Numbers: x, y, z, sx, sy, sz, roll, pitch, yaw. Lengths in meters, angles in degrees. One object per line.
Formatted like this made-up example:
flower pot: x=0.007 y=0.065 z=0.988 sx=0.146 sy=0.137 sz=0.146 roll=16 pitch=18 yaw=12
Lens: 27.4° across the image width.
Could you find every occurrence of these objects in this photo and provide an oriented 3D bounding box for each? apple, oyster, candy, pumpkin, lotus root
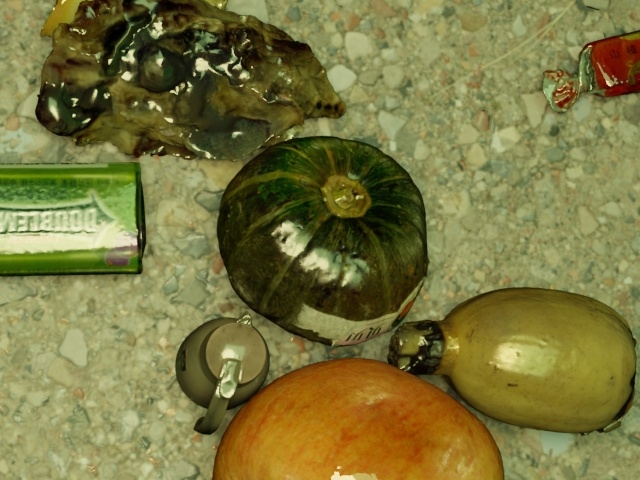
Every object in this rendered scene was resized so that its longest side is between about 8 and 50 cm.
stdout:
apple: x=0.047 y=0.266 z=1.433 sx=0.275 sy=0.299 sz=0.299 roll=-36 pitch=88 yaw=-29
oyster: x=-0.147 y=-0.167 z=1.544 sx=0.361 sy=0.096 sz=0.221 roll=20 pitch=109 yaw=-22
candy: x=0.416 y=-0.231 z=1.700 sx=0.292 sy=0.059 sz=0.086 roll=-15 pitch=80 yaw=-13
pumpkin: x=-0.001 y=0.002 z=1.525 sx=0.260 sy=0.189 sz=0.260 roll=16 pitch=48 yaw=-19
lotus root: x=0.224 y=0.135 z=1.535 sx=0.309 sy=0.183 sz=0.183 roll=8 pitch=79 yaw=-13

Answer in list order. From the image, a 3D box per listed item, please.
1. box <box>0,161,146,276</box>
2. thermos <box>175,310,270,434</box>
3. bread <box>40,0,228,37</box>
box: x=-0.373 y=-0.024 z=1.500 sx=0.345 sy=0.097 sz=0.134 roll=0 pitch=79 yaw=-10
thermos: x=-0.108 y=0.150 z=1.468 sx=0.105 sy=0.193 sz=0.137 roll=21 pitch=78 yaw=-7
bread: x=-0.175 y=-0.402 z=1.525 sx=0.248 sy=0.279 sz=0.315 roll=17 pitch=66 yaw=-14
